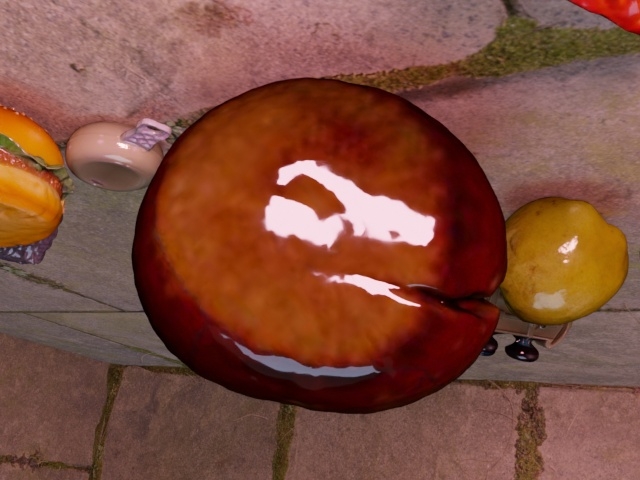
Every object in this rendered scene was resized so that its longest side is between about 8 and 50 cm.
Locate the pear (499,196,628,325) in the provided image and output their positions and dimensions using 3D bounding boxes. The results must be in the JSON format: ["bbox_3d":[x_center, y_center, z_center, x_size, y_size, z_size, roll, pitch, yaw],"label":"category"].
[{"bbox_3d":[0.344,0.031,1.101,0.199,0.200,0.200,7,162,2],"label":"pear"}]

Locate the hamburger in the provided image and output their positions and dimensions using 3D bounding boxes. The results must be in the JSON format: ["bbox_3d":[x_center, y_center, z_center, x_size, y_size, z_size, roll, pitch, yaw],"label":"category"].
[{"bbox_3d":[-0.468,-0.100,1.047,0.245,0.170,0.246,-2,160,-1],"label":"hamburger"}]

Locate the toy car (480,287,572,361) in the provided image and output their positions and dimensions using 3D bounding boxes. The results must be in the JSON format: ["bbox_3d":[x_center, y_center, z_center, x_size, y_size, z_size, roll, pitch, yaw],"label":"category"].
[{"bbox_3d":[0.311,0.095,1.357,0.247,0.204,0.198,11,-176,-17],"label":"toy car"}]

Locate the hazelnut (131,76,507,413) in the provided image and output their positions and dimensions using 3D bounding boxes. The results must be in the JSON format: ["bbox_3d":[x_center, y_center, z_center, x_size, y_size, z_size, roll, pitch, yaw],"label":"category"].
[{"bbox_3d":[0.000,0.000,0.882,0.429,0.402,0.402,-2,161,6],"label":"hazelnut"}]

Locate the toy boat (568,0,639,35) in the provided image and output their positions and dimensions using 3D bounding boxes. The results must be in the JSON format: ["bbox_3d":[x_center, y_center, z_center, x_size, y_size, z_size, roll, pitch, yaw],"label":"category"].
[{"bbox_3d":[0.212,-0.224,0.482,0.331,0.145,0.133,15,132,-25],"label":"toy boat"}]

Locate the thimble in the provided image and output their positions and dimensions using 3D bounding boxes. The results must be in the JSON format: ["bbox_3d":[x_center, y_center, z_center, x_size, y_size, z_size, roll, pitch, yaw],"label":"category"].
[{"bbox_3d":[-0.526,-0.033,1.312,0.150,0.150,0.097,-11,151,44],"label":"thimble"}]

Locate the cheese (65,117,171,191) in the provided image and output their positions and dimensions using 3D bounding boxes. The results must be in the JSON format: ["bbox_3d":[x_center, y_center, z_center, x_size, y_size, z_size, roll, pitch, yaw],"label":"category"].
[{"bbox_3d":[-0.274,-0.128,1.058,0.137,0.065,0.227,18,158,-33],"label":"cheese"}]
